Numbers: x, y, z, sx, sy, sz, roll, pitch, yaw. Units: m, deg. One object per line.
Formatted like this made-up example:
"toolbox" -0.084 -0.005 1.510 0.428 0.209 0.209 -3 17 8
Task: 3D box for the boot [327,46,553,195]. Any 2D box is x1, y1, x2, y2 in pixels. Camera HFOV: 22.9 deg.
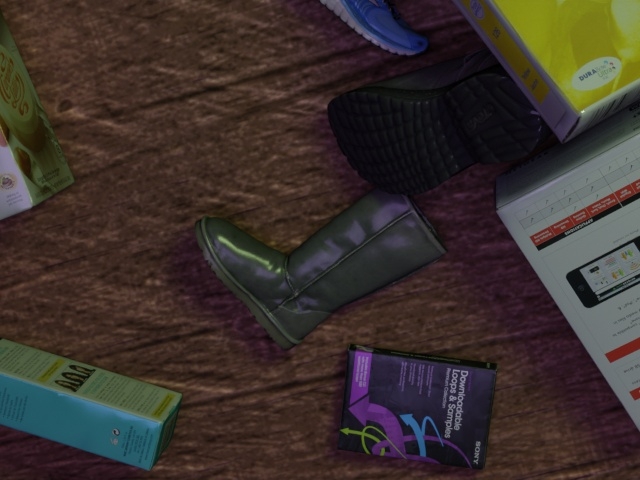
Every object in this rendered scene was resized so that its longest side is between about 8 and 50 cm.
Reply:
"boot" 0.176 -0.148 1.556 0.222 0.338 0.118 -35 110 -31

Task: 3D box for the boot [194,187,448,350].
"boot" 0.000 -0.002 1.652 0.208 0.076 0.189 -35 109 20

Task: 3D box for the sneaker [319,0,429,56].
"sneaker" 0.049 -0.247 1.598 0.162 0.063 0.073 39 101 -2

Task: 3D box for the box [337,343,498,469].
"box" 0.104 0.179 1.699 0.162 0.029 0.116 6 103 5

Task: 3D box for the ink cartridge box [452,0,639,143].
"ink cartridge box" 0.244 -0.278 1.418 0.303 0.072 0.307 -30 78 -23

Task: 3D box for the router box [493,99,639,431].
"router box" 0.387 -0.006 1.546 0.335 0.082 0.301 -28 110 17

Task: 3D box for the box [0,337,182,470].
"box" -0.281 0.172 1.715 0.244 0.100 0.060 17 104 5

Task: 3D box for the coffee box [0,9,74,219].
"coffee box" -0.364 -0.144 1.638 0.098 0.141 0.246 -21 99 12
